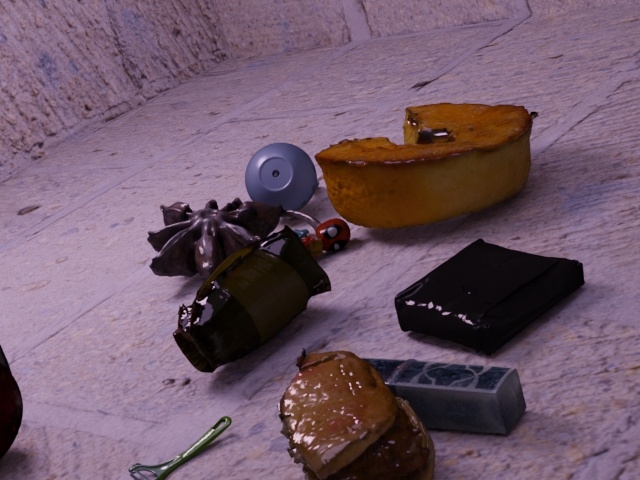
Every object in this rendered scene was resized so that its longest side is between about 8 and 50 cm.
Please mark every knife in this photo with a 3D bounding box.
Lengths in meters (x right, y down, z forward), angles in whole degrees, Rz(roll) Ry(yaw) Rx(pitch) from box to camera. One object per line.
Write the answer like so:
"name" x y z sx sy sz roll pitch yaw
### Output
"knife" -0.200 0.308 1.696 0.166 0.023 0.078 -30 30 -26

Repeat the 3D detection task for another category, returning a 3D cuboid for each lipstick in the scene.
"lipstick" 0.139 0.210 1.587 0.289 0.076 0.077 0 25 36

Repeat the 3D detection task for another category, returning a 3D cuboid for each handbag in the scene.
"handbag" 0.261 0.079 1.819 0.247 0.080 0.223 -32 24 -32

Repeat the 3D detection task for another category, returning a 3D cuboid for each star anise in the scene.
"star anise" -0.203 0.006 2.380 0.316 0.139 0.359 -38 43 -28

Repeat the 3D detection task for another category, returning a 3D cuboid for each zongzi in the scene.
"zongzi" -0.173 0.126 2.036 0.289 0.154 0.317 -37 7 -34

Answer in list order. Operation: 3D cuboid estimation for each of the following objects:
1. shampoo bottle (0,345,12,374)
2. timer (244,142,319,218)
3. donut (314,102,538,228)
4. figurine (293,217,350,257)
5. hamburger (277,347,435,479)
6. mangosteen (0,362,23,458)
"shampoo bottle" -0.612 0.248 2.130 0.080 0.079 0.246 -24 21 -14
"timer" -0.077 -0.111 2.568 0.175 0.255 0.175 -6 60 10
"donut" 0.230 -0.145 2.292 0.377 0.163 0.435 9 26 45
"figurine" 0.000 0.000 2.281 0.140 0.068 0.075 -22 21 -28
"hamburger" 0.042 0.248 1.446 0.245 0.155 0.282 -3 28 36
"mangosteen" -0.600 0.282 1.873 0.235 0.235 0.261 -24 -13 -16
